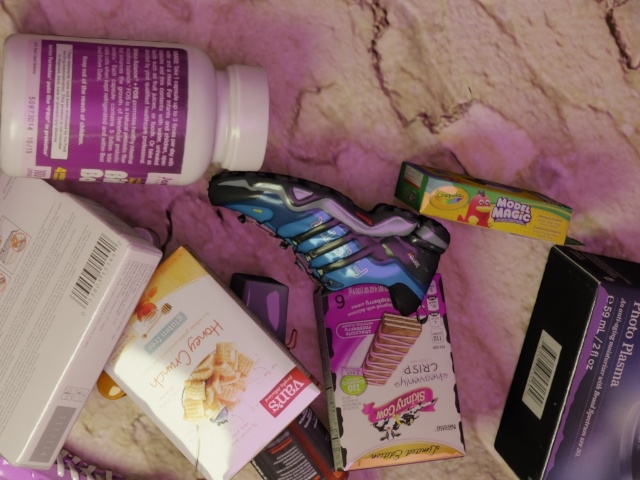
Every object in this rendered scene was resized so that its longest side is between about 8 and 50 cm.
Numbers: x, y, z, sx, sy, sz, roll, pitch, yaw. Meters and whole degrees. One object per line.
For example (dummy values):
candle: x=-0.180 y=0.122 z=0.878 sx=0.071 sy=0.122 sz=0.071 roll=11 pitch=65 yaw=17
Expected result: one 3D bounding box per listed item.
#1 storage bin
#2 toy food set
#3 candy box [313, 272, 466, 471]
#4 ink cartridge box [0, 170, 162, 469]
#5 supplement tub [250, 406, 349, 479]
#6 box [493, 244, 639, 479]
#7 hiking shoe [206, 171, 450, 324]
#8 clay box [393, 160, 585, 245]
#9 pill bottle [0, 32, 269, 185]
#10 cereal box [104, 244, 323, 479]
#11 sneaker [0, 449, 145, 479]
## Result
storage bin: x=-0.075 y=0.092 z=1.887 sx=0.098 sy=0.135 sz=0.091 roll=9 pitch=93 yaw=-13
toy food set: x=-0.231 y=0.072 z=1.882 sx=0.111 sy=0.104 sz=0.232 roll=-10 pitch=89 yaw=6
candy box: x=0.085 y=0.166 z=1.919 sx=0.159 sy=0.071 sz=0.233 roll=-6 pitch=82 yaw=-9
ink cartridge box: x=-0.349 y=0.076 z=1.804 sx=0.066 sy=0.261 sz=0.296 roll=17 pitch=104 yaw=-54
supplement tub: x=-0.033 y=0.274 z=1.951 sx=0.106 sy=0.106 sz=0.198 roll=-35 pitch=108 yaw=-1
box: x=0.422 y=0.190 z=1.980 sx=0.294 sy=0.183 sz=0.296 roll=11 pitch=103 yaw=-15
hiking shoe: x=0.000 y=0.000 z=1.850 sx=0.304 sy=0.113 sz=0.132 roll=17 pitch=92 yaw=4
clay box: x=0.215 y=-0.044 z=1.903 sx=0.222 sy=0.127 sz=0.053 roll=11 pitch=99 yaw=-15
pill bottle: x=-0.217 y=-0.148 z=1.770 sx=0.302 sy=0.169 sz=0.169 roll=2 pitch=104 yaw=-11
cereal box: x=-0.138 y=0.148 z=1.795 sx=0.173 sy=0.047 sz=0.240 roll=-45 pitch=87 yaw=5
sneaker: x=-0.332 y=0.285 z=1.900 sx=0.282 sy=0.102 sz=0.161 roll=0 pitch=101 yaw=-11
